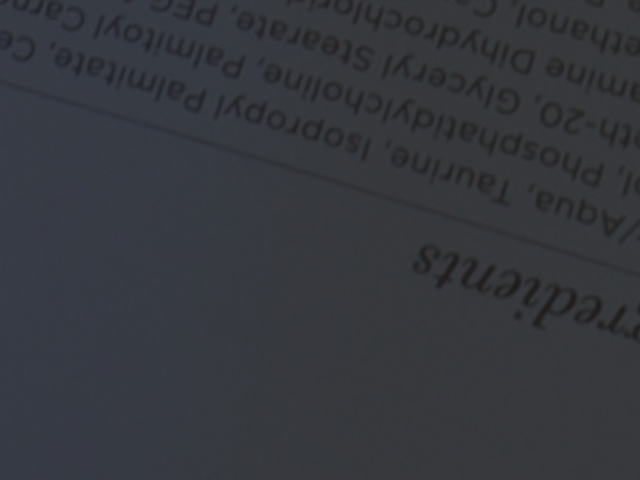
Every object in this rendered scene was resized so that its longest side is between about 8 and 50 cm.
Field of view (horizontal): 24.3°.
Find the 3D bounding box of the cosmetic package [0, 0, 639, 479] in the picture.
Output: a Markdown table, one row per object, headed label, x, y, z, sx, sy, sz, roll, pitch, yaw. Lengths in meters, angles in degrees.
| label | x | y | z | sx | sy | sz | roll | pitch | yaw |
| --- | --- | --- | --- | --- | --- | --- | --- | --- | --- |
| cosmetic package | 0.000 | 0.000 | 0.575 | 0.329 | 0.327 | 0.394 | 71 | -143 | -81 |
